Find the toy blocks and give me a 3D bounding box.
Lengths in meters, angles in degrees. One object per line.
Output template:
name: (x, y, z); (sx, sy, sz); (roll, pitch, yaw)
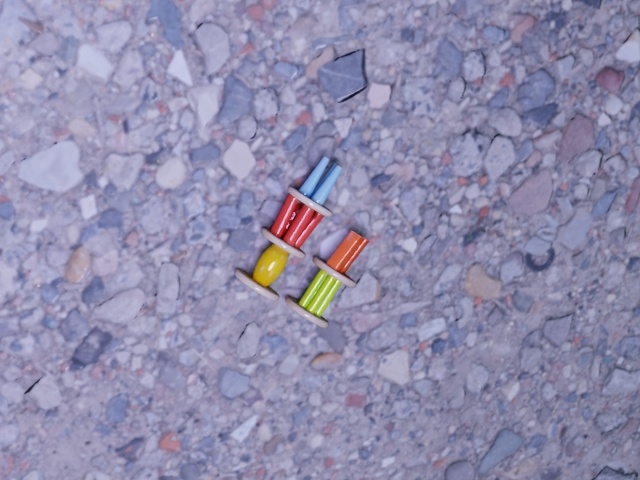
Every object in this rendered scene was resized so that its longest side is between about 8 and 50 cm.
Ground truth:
toy blocks: (0.000, 0.000, 1.648); (0.123, 0.054, 0.148); (30, 96, -34)
